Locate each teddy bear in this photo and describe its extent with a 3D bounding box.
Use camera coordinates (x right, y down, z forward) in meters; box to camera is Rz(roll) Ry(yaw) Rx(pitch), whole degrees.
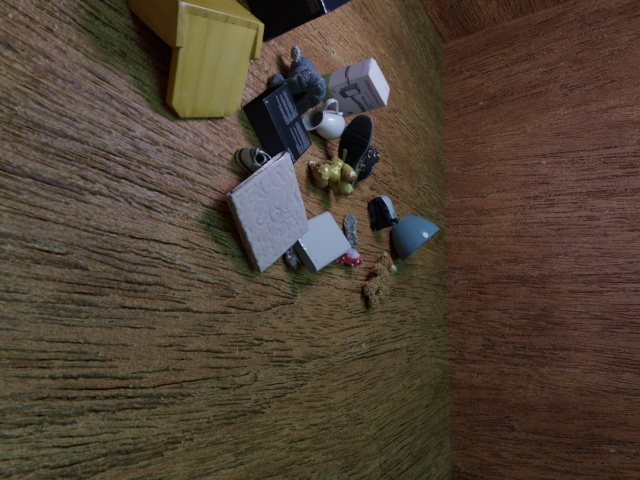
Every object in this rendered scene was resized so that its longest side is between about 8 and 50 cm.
[{"bbox_3d":[0.325,0.216,2.233,0.338,0.113,0.245,-37,118,-53],"label":"teddy bear"}]

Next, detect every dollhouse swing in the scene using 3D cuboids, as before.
[{"bbox_3d":[-0.397,-0.597,1.279,0.315,0.305,0.347,44,33,13],"label":"dollhouse swing"}]

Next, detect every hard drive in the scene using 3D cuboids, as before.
[{"bbox_3d":[0.000,0.000,1.760,0.203,0.040,0.307,57,35,3],"label":"hard drive"}]

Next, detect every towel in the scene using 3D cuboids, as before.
[{"bbox_3d":[-0.173,-0.098,1.470,0.317,0.053,0.332,-45,135,-38],"label":"towel"}]

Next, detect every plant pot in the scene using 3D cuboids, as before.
[{"bbox_3d":[0.539,-0.042,2.490,0.195,0.290,0.290,49,33,11],"label":"plant pot"}]

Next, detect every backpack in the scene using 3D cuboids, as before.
[{"bbox_3d":[0.339,-0.157,2.294,0.115,0.152,0.182,-21,91,-62],"label":"backpack"}]

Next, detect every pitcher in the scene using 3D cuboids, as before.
[{"bbox_3d":[0.043,-0.537,1.845,0.207,0.178,0.125,3,54,-55],"label":"pitcher"}]

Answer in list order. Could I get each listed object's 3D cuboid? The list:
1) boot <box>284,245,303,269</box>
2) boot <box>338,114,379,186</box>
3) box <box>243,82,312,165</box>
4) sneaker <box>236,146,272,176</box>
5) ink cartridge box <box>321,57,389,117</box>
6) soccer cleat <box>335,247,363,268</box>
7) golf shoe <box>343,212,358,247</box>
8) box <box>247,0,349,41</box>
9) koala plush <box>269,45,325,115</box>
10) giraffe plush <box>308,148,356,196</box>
[{"bbox_3d":[-0.102,0.061,1.663,0.118,0.042,0.087,-43,113,-59],"label":"boot"},{"bbox_3d":[0.196,-0.425,2.006,0.284,0.138,0.377,-35,144,-57],"label":"boot"},{"bbox_3d":[-0.155,-0.435,1.589,0.261,0.103,0.184,65,35,-28],"label":"box"},{"bbox_3d":[-0.199,-0.256,1.505,0.235,0.095,0.090,35,56,-52],"label":"sneaker"},{"bbox_3d":[0.157,-0.704,1.948,0.198,0.273,0.114,43,52,-46],"label":"ink cartridge box"},{"bbox_3d":[0.114,0.061,1.975,0.248,0.083,0.095,26,31,-46],"label":"soccer cleat"},{"bbox_3d":[0.147,-0.045,2.057,0.086,0.069,0.176,94,-4,-68],"label":"golf shoe"},{"bbox_3d":[-0.074,-0.939,1.606,0.182,0.294,0.296,63,38,-26],"label":"box"},{"bbox_3d":[-0.072,-0.661,1.689,0.196,0.203,0.221,43,40,-47],"label":"koala plush"},{"bbox_3d":[0.040,-0.292,1.838,0.170,0.181,0.210,-15,110,-35],"label":"giraffe plush"}]
